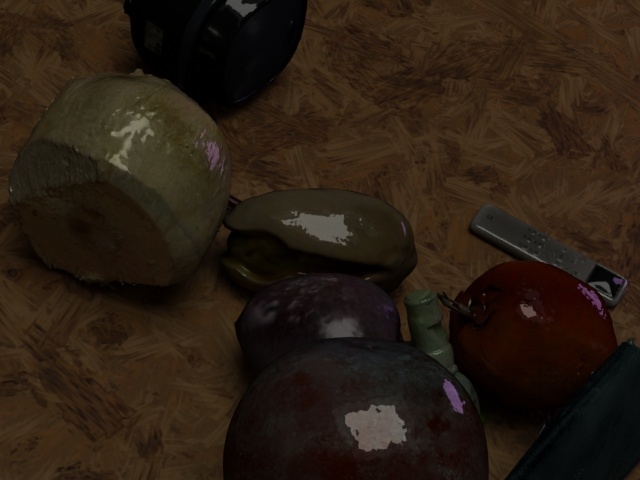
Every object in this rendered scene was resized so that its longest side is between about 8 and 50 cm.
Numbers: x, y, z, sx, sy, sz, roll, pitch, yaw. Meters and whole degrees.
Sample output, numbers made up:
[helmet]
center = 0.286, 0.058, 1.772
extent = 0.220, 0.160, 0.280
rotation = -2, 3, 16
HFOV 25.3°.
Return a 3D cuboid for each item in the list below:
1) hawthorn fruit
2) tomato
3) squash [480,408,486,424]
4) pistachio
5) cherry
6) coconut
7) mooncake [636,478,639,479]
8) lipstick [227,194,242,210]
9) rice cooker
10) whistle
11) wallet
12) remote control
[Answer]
[hawthorn fruit]
center = 0.268, 0.124, 1.960
extent = 0.299, 0.211, 0.211
rotation = 19, 40, -37
[tomato]
center = 0.042, 0.259, 1.673
extent = 0.316, 0.283, 0.317
rotation = 3, 5, 0
[squash]
center = 0.193, 0.229, 1.992
extent = 0.089, 0.027, 0.027
rotation = 32, 48, 15
[pistachio]
center = 0.000, 0.000, 2.054
extent = 0.288, 0.166, 0.197
rotation = 10, 21, -2
[cherry]
center = 0.012, 0.139, 1.907
extent = 0.266, 0.184, 0.213
rotation = 9, 16, 4
[coconut]
center = -0.263, -0.093, 1.976
extent = 0.297, 0.297, 0.255
rotation = 20, 49, 2
[mooncake]
center = 0.477, 0.374, 1.812
extent = 0.228, 0.228, 0.124
rotation = 6, 55, -11
[lipstick]
center = -0.192, -0.087, 2.168
extent = 0.176, 0.027, 0.027
rotation = 30, 48, 14
[rice cooker]
center = -0.171, -0.358, 2.269
extent = 0.224, 0.267, 0.267
rotation = 36, 49, 18
[whistle]
center = 0.154, 0.191, 1.897
extent = 0.067, 0.258, 0.126
rotation = -2, 19, 33
[wallet]
center = 0.318, 0.304, 1.849
extent = 0.046, 0.191, 0.379
rotation = 15, 39, 38
[remote control]
center = 0.357, 0.020, 2.225
extent = 0.261, 0.029, 0.067
rotation = 30, 48, 11
